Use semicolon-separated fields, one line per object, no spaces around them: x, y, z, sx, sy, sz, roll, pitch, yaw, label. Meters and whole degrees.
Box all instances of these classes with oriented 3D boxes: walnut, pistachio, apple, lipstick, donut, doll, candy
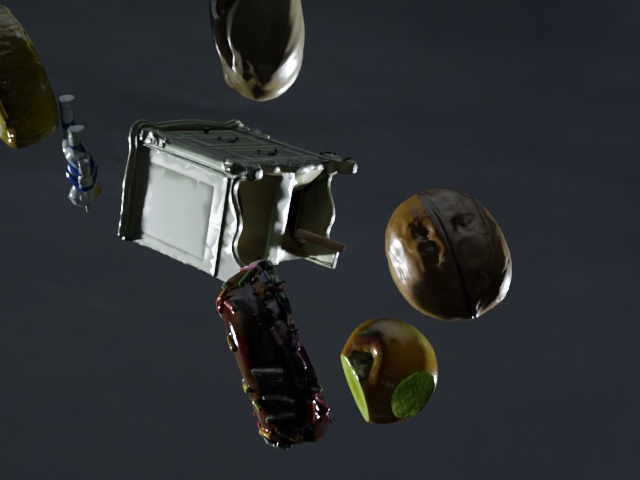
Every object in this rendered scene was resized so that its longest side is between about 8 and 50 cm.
0.179;0.021;1.456;0.167;0.207;0.167;-17;149;-10;walnut
-0.091;-0.325;1.522;0.137;0.238;0.153;-9;178;36;pistachio
0.103;0.204;1.652;0.146;0.163;0.147;42;176;42;apple
0.000;0.000;1.868;0.094;0.019;0.019;19;160;-17;lipstick
-0.064;0.156;1.383;0.103;0.270;0.270;-21;165;-4;donut
-0.410;-0.137;1.759;0.057;0.114;0.227;-17;142;-21;doll
-0.537;-0.280;1.738;0.118;0.260;0.260;-31;177;-21;candy

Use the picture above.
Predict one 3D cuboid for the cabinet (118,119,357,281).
-0.153;-0.080;1.895;0.318;0.228;0.290;20;-162;37;cabinet
